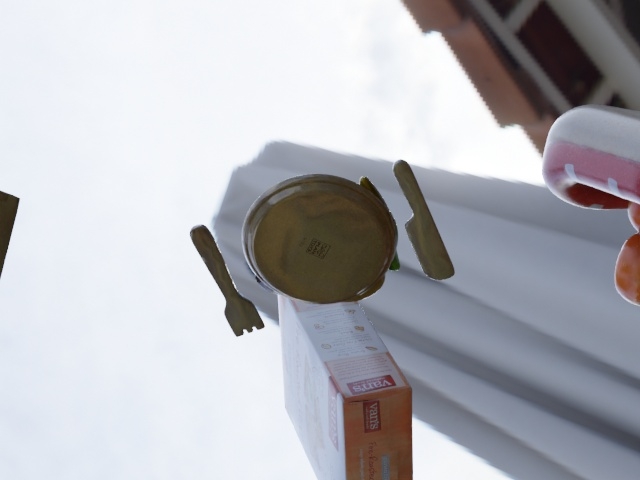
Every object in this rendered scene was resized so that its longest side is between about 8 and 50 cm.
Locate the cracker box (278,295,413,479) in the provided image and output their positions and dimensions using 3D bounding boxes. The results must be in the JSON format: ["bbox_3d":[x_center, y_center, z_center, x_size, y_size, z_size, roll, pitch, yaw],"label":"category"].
[{"bbox_3d":[0.019,0.146,1.169,0.067,0.232,0.155,-9,-63,-13],"label":"cracker box"}]

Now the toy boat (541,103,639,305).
[{"bbox_3d":[0.268,-0.022,1.007,0.151,0.231,0.151,7,-79,-22],"label":"toy boat"}]

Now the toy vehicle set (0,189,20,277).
[{"bbox_3d":[-0.322,0.046,0.925,0.035,0.267,0.165,23,-106,-42],"label":"toy vehicle set"}]

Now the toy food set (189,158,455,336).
[{"bbox_3d":[0.000,0.000,1.024,0.038,0.192,0.132,-87,-23,-57],"label":"toy food set"}]
